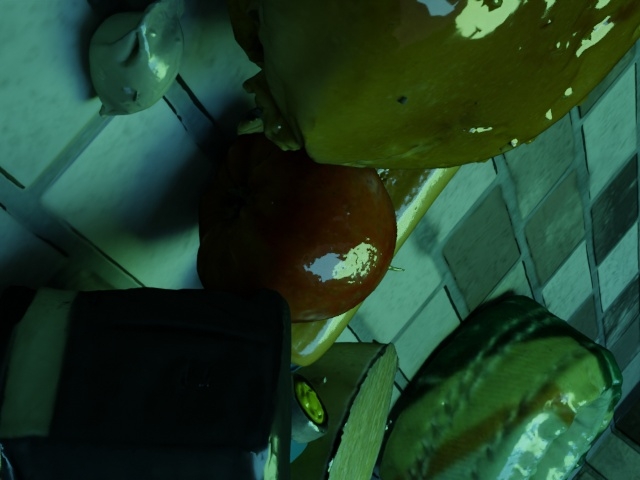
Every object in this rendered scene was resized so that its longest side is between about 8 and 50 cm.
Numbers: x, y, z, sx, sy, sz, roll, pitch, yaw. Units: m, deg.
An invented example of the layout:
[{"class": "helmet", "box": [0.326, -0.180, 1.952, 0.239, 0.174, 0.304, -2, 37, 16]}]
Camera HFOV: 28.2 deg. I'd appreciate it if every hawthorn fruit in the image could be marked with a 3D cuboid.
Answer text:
[{"class": "hawthorn fruit", "box": [-0.011, -0.001, 0.765, 0.125, 0.140, 0.125, -35, -165, 11]}]

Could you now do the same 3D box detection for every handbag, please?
[{"class": "handbag", "box": [-0.106, 0.136, 0.719, 0.181, 0.181, 0.254, -89, -179, -49]}]

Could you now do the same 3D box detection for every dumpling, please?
[{"class": "dumpling", "box": [-0.085, -0.094, 0.622, 0.077, 0.043, 0.059, 94, 19, -49]}]

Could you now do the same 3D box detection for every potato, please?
[{"class": "potato", "box": [-0.021, 0.164, 1.010, 0.182, 0.117, 0.202, -57, 159, -55]}]

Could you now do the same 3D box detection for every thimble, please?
[{"class": "thimble", "box": [0.201, 0.212, 1.440, 0.254, 0.167, 0.288, 1, 123, -60]}]

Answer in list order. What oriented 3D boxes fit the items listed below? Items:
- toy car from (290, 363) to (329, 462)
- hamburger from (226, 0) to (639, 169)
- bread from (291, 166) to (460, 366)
[{"class": "toy car", "box": [-0.085, 0.102, 0.881, 0.126, 0.098, 0.161, -34, 130, 16]}, {"class": "hamburger", "box": [0.081, -0.171, 0.654, 0.289, 0.170, 0.314, -3, 131, -53]}, {"class": "bread", "box": [0.025, -0.029, 0.867, 0.239, 0.092, 0.074, -53, -164, 0]}]
